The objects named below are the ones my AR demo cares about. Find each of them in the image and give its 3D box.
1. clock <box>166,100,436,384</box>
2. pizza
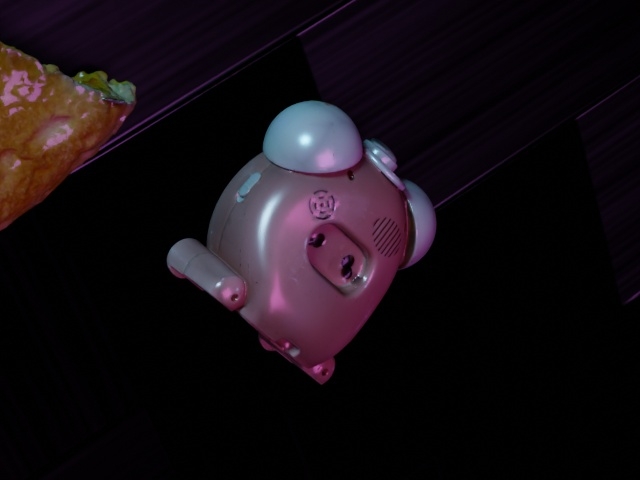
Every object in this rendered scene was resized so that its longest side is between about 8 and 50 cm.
[{"bbox_3d":[0.000,0.000,1.328,0.162,0.092,0.166,-53,132,-5],"label":"clock"},{"bbox_3d":[-0.233,-0.046,1.155,0.271,0.056,0.134,-35,132,-14],"label":"pizza"}]
